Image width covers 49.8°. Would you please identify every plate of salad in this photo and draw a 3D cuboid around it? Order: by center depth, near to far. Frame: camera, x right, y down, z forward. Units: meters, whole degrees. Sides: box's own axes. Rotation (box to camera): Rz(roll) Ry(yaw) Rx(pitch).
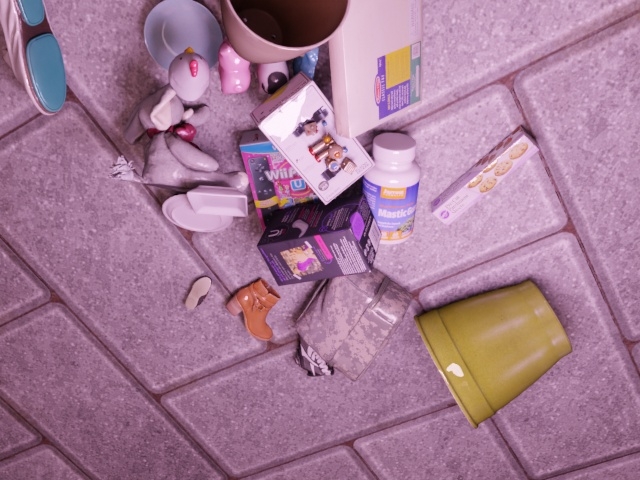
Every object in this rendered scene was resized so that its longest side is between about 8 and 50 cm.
[{"bbox_3d":[-0.344,-0.083,1.940,0.200,0.048,0.200,4,151,2],"label":"plate of salad"}]

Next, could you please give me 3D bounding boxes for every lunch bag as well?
[{"bbox_3d":[0.090,0.214,2.027,0.256,0.212,0.305,33,118,3],"label":"lunch bag"}]

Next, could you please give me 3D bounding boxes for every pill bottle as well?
[{"bbox_3d":[0.184,-0.138,1.824,0.152,0.152,0.272,3,124,2],"label":"pill bottle"}]

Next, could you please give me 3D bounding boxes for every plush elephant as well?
[{"bbox_3d":[-0.373,-0.261,1.749,0.330,0.272,0.255,7,88,-38],"label":"plush elephant"}]

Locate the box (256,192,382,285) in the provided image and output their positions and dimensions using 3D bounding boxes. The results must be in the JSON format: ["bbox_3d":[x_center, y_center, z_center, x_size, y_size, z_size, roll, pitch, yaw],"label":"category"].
[{"bbox_3d":[0.000,0.000,1.778,0.270,0.165,0.143,-9,124,26],"label":"box"}]

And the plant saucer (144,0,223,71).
[{"bbox_3d":[-0.333,-0.501,1.692,0.195,0.037,0.195,2,122,3],"label":"plant saucer"}]

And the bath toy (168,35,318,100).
[{"bbox_3d":[-0.182,-0.416,1.620,0.348,0.129,0.151,-11,87,-18],"label":"bath toy"}]

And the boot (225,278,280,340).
[{"bbox_3d":[-0.177,0.216,2.129,0.152,0.073,0.197,-36,117,19],"label":"boot"}]

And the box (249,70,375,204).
[{"bbox_3d":[-0.016,-0.247,1.679,0.169,0.087,0.290,-40,126,5],"label":"box"}]

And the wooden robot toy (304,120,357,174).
[{"bbox_3d":[0.026,-0.203,1.619,0.076,0.079,0.173,-39,125,5],"label":"wooden robot toy"}]

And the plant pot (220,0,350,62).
[{"bbox_3d":[-0.106,-0.477,1.440,0.256,0.274,0.256,2,85,-20],"label":"plant pot"}]

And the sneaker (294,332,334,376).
[{"bbox_3d":[-0.043,0.358,2.206,0.106,0.078,0.234,-19,122,12],"label":"sneaker"}]

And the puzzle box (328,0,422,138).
[{"bbox_3d":[0.129,-0.464,1.570,0.052,0.272,0.409,25,133,39],"label":"puzzle box"}]

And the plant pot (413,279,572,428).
[{"bbox_3d":[0.514,0.296,1.999,0.353,0.366,0.366,-30,117,7],"label":"plant pot"}]

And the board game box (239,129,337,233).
[{"bbox_3d":[-0.075,-0.157,1.864,0.224,0.097,0.303,-8,122,8],"label":"board game box"}]

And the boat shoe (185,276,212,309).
[{"bbox_3d":[-0.370,0.157,2.121,0.049,0.042,0.133,41,119,8],"label":"boat shoe"}]

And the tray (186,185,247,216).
[{"bbox_3d":[-0.258,-0.101,1.758,0.145,0.270,0.030,4,82,-5],"label":"tray"}]

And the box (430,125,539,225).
[{"bbox_3d":[0.434,-0.169,1.840,0.067,0.063,0.324,39,117,-18],"label":"box"}]

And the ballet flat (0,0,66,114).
[{"bbox_3d":[-0.725,-0.507,1.677,0.139,0.139,0.400,-2,119,5],"label":"ballet flat"}]
